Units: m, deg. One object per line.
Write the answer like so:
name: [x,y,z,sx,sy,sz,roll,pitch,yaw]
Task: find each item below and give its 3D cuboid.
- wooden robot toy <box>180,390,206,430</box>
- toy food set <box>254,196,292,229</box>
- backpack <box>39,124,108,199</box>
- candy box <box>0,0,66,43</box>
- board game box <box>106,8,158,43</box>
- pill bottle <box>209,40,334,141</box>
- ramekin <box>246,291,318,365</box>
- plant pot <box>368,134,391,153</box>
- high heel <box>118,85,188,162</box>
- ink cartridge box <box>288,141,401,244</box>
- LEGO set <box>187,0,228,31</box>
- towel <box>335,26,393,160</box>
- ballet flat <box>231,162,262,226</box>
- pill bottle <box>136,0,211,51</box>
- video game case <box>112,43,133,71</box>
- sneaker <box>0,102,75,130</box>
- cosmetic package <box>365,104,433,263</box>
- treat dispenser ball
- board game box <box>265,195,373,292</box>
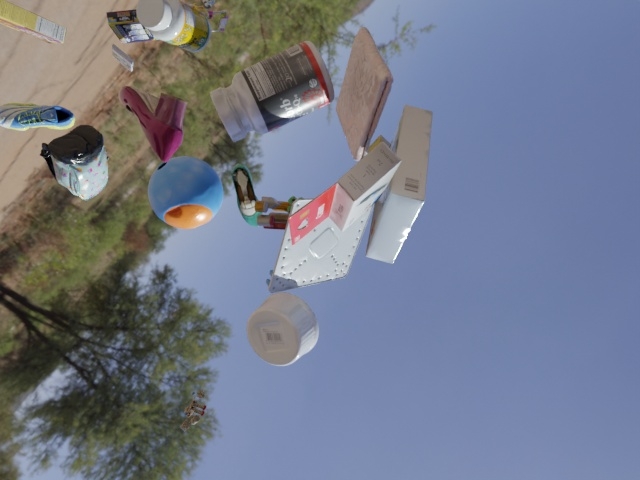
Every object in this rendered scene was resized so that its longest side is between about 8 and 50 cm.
wooden robot toy: [-0.507,0.681,1.829,0.079,0.076,0.173,-45,-159,32]
toy food set: [-0.149,-0.094,1.638,0.232,0.104,0.111,-1,96,-80]
backpack: [-0.635,-0.196,1.217,0.152,0.115,0.182,-43,169,-40]
candy box: [-0.884,-0.655,1.389,0.109,0.186,0.053,17,-86,37]
board game box: [-0.677,-0.777,1.679,0.140,0.048,0.170,-9,-177,-8]
pill bottle: [-0.156,-0.474,1.497,0.362,0.210,0.210,-26,-160,-2]
ramekin: [-0.158,0.357,1.826,0.277,0.277,0.135,-37,178,30]
plant pot: [0.225,-0.331,1.733,0.081,0.081,0.083,-46,-169,27]
high heel: [-0.530,-0.353,1.384,0.377,0.127,0.182,23,-83,46]
ink cartridge box: [0.047,-0.077,1.082,0.261,0.066,0.296,-41,173,-9]
LEGO set: [-0.389,-0.721,1.510,0.107,0.132,0.287,-23,-167,-32]
towel: [0.138,-0.479,1.522,0.317,0.053,0.332,108,-23,-45]
ballet flat: [-0.280,-0.166,1.723,0.083,0.248,0.087,-16,-175,0]
pill bottle: [-0.405,-0.605,1.280,0.117,0.118,0.208,-42,175,18]
video game case: [-0.759,-0.699,1.773,0.011,0.087,0.122,-56,-159,-12]
sneaker: [-0.938,-0.419,1.528,0.240,0.091,0.126,-13,-172,-40]
cosmetic package: [0.231,-0.166,1.358,0.285,0.097,0.378,101,3,-52]
treat dispenser ball: [-0.533,-0.190,1.837,0.288,0.288,0.288,-41,-159,20]
board game box: [0.000,0.000,1.730,0.050,0.389,0.390,43,-53,38]
